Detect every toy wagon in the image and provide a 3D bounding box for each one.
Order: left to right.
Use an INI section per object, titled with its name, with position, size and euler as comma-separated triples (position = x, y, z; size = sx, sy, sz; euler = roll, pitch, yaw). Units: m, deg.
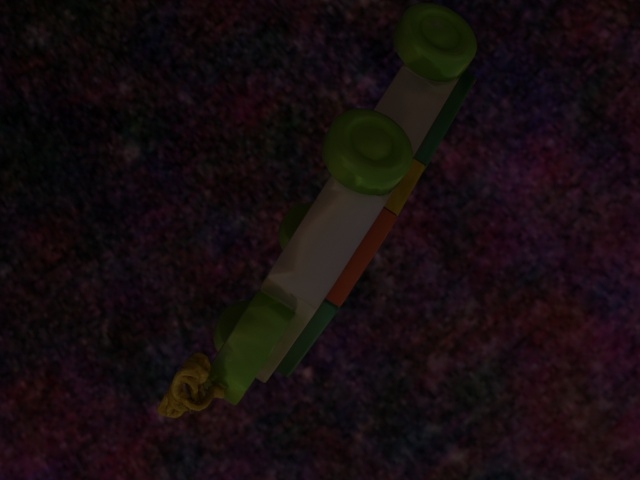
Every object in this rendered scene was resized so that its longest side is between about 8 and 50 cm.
[toy wagon]
position = 0.000, 0.000, 0.848
size = 0.344, 0.068, 0.267
euler = -59, -179, -39
